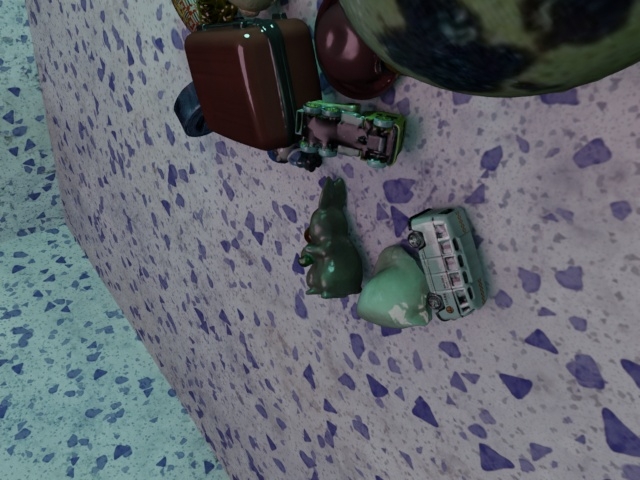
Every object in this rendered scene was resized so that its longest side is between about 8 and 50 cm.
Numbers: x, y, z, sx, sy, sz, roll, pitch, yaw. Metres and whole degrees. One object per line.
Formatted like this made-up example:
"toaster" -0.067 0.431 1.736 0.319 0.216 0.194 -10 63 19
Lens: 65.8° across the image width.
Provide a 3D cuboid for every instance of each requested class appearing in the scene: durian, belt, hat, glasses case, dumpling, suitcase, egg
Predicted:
"durian" -0.220 -0.545 1.043 0.132 0.106 0.375 -107 21 -59
"belt" -0.281 -0.324 1.222 0.190 0.141 0.082 -35 78 55
"hat" 0.050 -0.333 0.836 0.205 0.089 0.205 28 129 40
"glasses case" -0.325 -0.570 1.221 0.194 0.049 0.073 57 144 14
"dumpling" 0.146 0.099 0.960 0.105 0.149 0.216 34 158 -20
"suitcase" -0.133 -0.311 0.974 0.297 0.161 0.236 28 136 50
"egg" 0.180 -0.312 0.464 0.428 0.345 0.345 22 125 54

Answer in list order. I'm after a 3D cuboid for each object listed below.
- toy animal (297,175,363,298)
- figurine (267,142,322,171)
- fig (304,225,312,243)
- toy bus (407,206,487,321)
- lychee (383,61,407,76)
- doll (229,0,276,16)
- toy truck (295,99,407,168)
"toy animal" 0.021 -0.005 1.051 0.125 0.127 0.251 -2 88 32
"figurine" -0.056 -0.189 1.079 0.136 0.077 0.079 38 151 21
"fig" 0.000 0.000 1.124 0.083 0.050 0.050 48 142 4
"toy bus" 0.218 0.039 0.830 0.089 0.087 0.194 -12 98 44
"lychee" 0.139 -0.296 0.721 0.146 0.114 0.114 19 129 11
"doll" -0.159 -0.570 0.905 0.175 0.149 0.278 -15 103 43
"toy truck" 0.057 -0.195 0.866 0.191 0.116 0.085 15 123 20
